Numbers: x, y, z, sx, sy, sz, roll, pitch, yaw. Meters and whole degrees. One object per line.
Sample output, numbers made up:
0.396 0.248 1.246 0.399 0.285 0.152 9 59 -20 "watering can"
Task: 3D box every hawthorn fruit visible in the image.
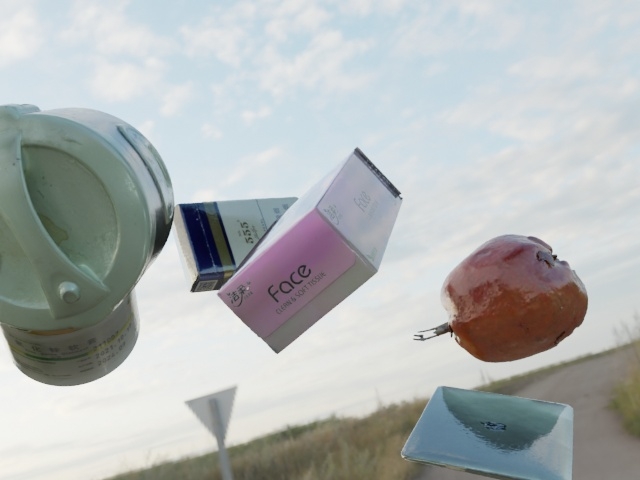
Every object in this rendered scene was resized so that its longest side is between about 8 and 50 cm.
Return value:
0.294 0.115 1.424 0.299 0.211 0.211 -29 -15 13 "hawthorn fruit"

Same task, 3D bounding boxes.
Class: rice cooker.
-0.338 -0.039 1.092 0.288 0.288 0.277 -17 9 2 "rice cooker"

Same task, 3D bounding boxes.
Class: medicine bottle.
-0.428 0.090 1.400 0.238 0.238 0.232 -13 -38 -15 "medicine bottle"

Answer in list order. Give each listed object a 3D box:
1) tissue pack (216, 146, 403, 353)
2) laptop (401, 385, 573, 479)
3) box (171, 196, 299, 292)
0.000 0.000 0.913 0.148 0.092 0.246 -41 7 20 "tissue pack"
0.215 0.236 1.037 0.188 0.015 0.269 7 10 16 "laptop"
-0.142 0.004 1.585 0.259 0.168 0.071 -5 -30 -28 "box"
